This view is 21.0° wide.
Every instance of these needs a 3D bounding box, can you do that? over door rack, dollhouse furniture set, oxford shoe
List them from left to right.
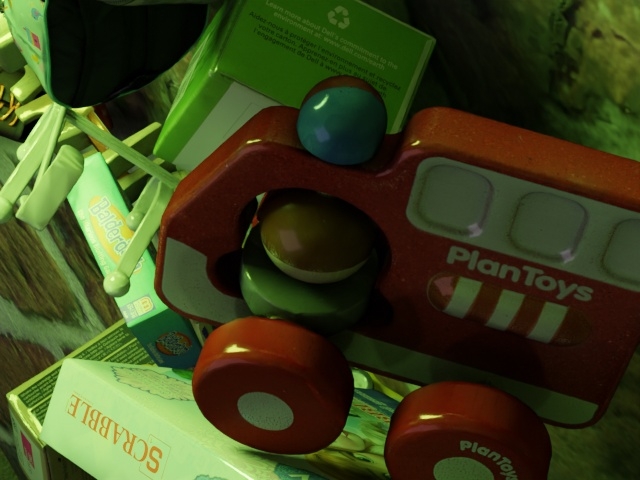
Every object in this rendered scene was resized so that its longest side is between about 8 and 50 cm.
[{"bbox_3d":[-0.349,-0.161,1.792,0.098,0.097,0.271,24,-178,27],"label":"oxford shoe"},{"bbox_3d":[-0.240,-0.184,1.615,0.262,0.135,0.259,50,170,18],"label":"dollhouse furniture set"},{"bbox_3d":[-0.131,0.008,1.325,0.239,0.108,0.324,32,-175,-14],"label":"over door rack"}]

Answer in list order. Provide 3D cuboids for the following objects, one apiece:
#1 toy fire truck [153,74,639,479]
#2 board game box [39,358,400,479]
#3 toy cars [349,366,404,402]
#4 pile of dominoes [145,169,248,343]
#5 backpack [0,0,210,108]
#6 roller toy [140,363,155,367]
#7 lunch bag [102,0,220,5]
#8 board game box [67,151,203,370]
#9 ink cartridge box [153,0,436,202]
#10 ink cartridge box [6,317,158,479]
[{"bbox_3d":[0.055,0.012,1.029,0.302,0.169,0.254,18,138,3],"label":"toy fire truck"},{"bbox_3d":[0.027,0.174,1.175,0.318,0.318,0.066,24,100,44],"label":"board game box"},{"bbox_3d":[0.021,0.173,1.552,0.393,0.087,0.176,-168,69,-66],"label":"toy cars"},{"bbox_3d":[-0.101,0.054,1.600,0.251,0.040,0.196,62,152,29],"label":"pile of dominoes"},{"bbox_3d":[-0.167,-0.199,1.317,0.144,0.166,0.188,47,154,28],"label":"backpack"},{"bbox_3d":[-0.135,0.235,1.901,0.191,0.146,0.209,47,157,23],"label":"roller toy"},{"bbox_3d":[-0.182,-0.284,1.032,0.305,0.256,0.212,45,125,32],"label":"lunch bag"},{"bbox_3d":[-0.168,0.029,1.575,0.160,0.047,0.210,63,177,17],"label":"board game box"},{"bbox_3d":[0.033,-0.071,1.181,0.255,0.097,0.189,24,161,-10],"label":"ink cartridge box"},{"bbox_3d":[-0.280,0.213,2.130,0.088,0.193,0.235,50,158,19],"label":"ink cartridge box"}]
